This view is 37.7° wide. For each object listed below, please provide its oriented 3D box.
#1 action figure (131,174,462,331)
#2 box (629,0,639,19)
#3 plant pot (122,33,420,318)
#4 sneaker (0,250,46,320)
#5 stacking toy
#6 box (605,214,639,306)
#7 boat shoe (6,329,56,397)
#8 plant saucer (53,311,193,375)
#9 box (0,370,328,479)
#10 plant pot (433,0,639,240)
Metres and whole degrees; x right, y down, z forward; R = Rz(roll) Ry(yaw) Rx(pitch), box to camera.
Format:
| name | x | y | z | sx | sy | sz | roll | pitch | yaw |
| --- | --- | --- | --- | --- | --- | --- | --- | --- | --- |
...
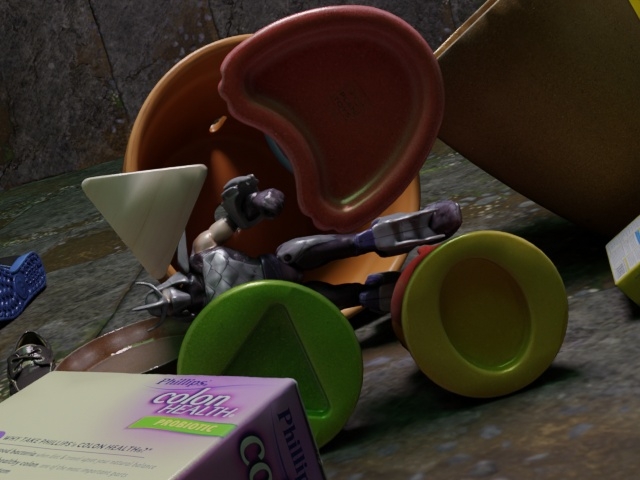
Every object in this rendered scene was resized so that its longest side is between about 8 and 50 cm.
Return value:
| name | x | y | z | sx | sy | sz | roll | pitch | yaw |
| --- | --- | --- | --- | --- | --- | --- | --- | --- | --- |
| action figure | -0.022 | 0.031 | 0.813 | 0.285 | 0.185 | 0.099 | -9 | 8 | -16 |
| box | 0.480 | -0.248 | 1.074 | 0.279 | 0.177 | 0.290 | -15 | -17 | 3 |
| plant pot | -0.072 | -0.041 | 0.969 | 0.291 | 0.290 | 0.203 | -23 | 0 | -24 |
| sneaker | -0.468 | 0.074 | 1.321 | 0.091 | 0.081 | 0.232 | -17 | 7 | 7 |
| stacking toy | 0.000 | 0.000 | 0.712 | 0.280 | 0.308 | 0.130 | -27 | 7 | -1 |
| box | 0.311 | -0.029 | 0.748 | 0.179 | 0.043 | 0.105 | -49 | 3 | 22 |
| boat shoe | -0.299 | 0.131 | 0.962 | 0.056 | 0.049 | 0.152 | -20 | 15 | -17 |
| plant saucer | -0.181 | 0.117 | 0.933 | 0.169 | 0.029 | 0.168 | -14 | 15 | 4 |
| box | -0.147 | 0.177 | 0.495 | 0.214 | 0.117 | 0.243 | -5 | 19 | 37 |
| plant pot | 0.239 | -0.130 | 0.910 | 0.237 | 0.254 | 0.237 | -44 | 6 | 6 |
